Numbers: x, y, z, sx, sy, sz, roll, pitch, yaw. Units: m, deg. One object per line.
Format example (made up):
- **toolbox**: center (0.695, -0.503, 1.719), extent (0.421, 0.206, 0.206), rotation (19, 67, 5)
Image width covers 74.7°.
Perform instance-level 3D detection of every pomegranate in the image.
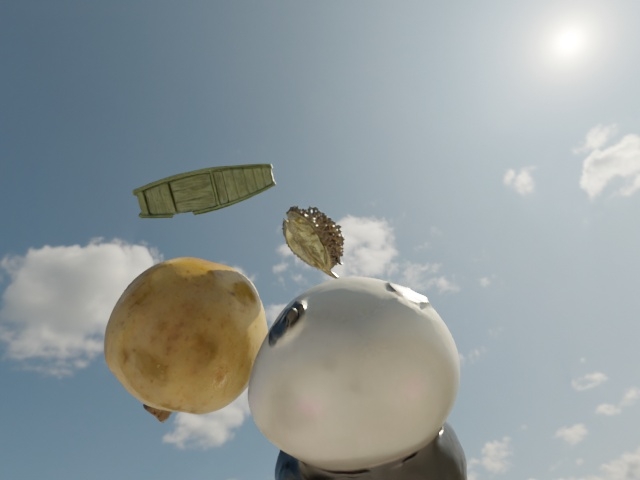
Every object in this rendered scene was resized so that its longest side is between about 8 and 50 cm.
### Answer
- **pomegranate**: center (-0.238, 0.168, 0.783), extent (0.307, 0.307, 0.307), rotation (-8, -47, -8)

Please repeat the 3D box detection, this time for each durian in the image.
- **durian**: center (0.000, 0.000, 0.902), extent (0.091, 0.188, 0.148), rotation (-25, -8, -33)

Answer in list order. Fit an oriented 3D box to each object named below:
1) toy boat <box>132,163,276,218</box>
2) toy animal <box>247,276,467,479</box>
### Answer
- **toy boat**: center (-0.241, -0.107, 0.897), extent (0.293, 0.055, 0.093), rotation (-13, -83, -4)
- **toy animal**: center (0.036, 0.148, 0.374), extent (0.187, 0.165, 0.235), rotation (-14, -79, -16)
